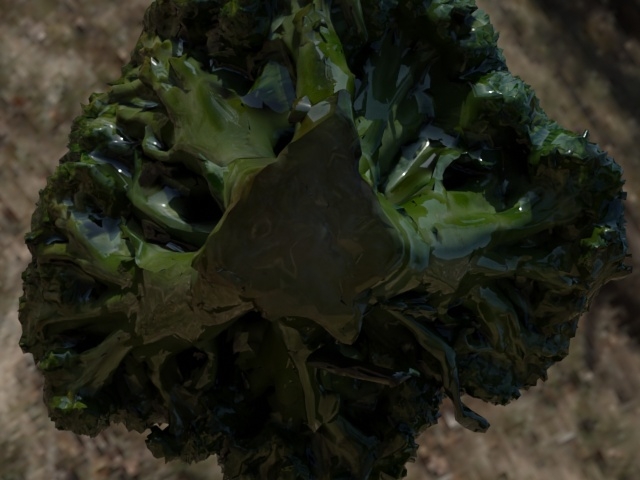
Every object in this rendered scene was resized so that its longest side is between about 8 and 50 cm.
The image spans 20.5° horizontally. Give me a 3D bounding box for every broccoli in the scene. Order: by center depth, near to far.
[{"bbox_3d":[0.000,0.000,0.934,0.304,0.321,0.283,33,3,-1],"label":"broccoli"}]
